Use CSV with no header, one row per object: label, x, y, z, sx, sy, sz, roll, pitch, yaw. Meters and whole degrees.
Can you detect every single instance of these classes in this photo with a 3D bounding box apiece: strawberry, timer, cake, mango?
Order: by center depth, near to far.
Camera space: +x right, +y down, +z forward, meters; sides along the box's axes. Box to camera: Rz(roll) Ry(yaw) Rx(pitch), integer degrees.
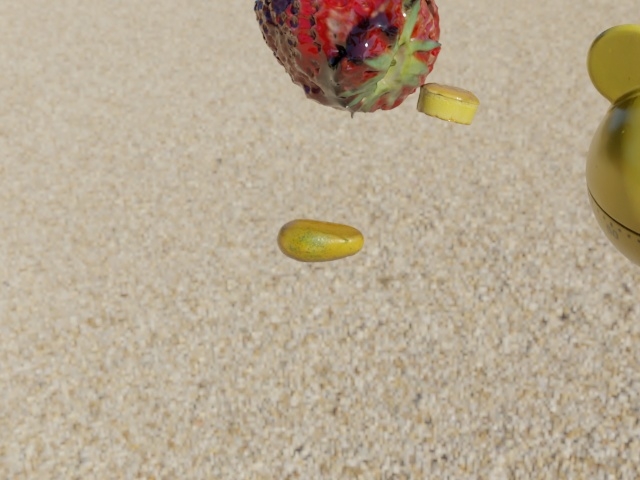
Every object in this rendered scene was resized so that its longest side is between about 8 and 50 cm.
mango,0.000,0.000,1.239,0.114,0.057,0.079,0,-1,14
cake,0.170,-0.184,1.290,0.084,0.044,0.084,12,15,-3
timer,0.577,-0.135,1.444,0.376,0.387,0.376,-6,39,5
strawberry,0.046,-0.368,1.610,0.291,0.292,0.310,-17,66,-30
